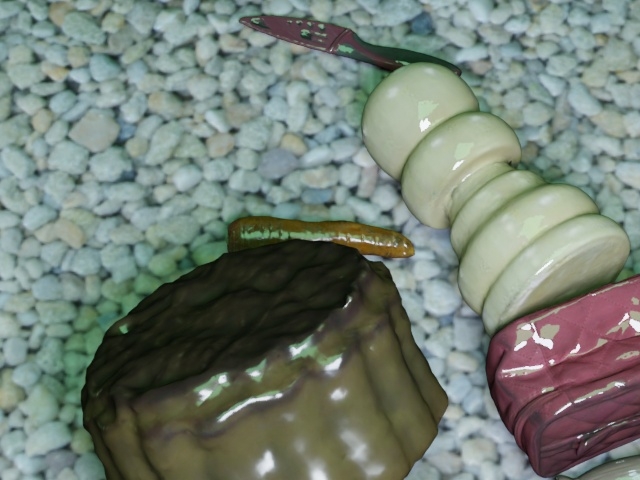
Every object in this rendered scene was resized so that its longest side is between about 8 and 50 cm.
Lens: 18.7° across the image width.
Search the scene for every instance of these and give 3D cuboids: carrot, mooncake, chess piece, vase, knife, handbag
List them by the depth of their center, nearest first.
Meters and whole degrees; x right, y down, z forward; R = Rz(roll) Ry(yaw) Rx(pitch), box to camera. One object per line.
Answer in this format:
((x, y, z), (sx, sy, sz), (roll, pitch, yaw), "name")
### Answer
((-0.058, 0.135, 1.736), (0.324, 0.324, 0.187), (-27, 110, -10), "mooncake")
((0.274, 0.233, 1.832), (0.100, 0.053, 0.053), (-11, 65, 1), "vase")
((0.273, 0.124, 1.832), (0.225, 0.146, 0.135), (-19, 60, -7), "handbag")
((0.152, -0.054, 1.916), (0.167, 0.167, 0.300), (-32, 64, -13), "chess piece")
((0.000, 0.000, 1.957), (0.191, 0.047, 0.047), (1, 65, -4), "carrot")
((0.031, -0.209, 2.063), (0.247, 0.018, 0.035), (16, 69, 10), "knife")
